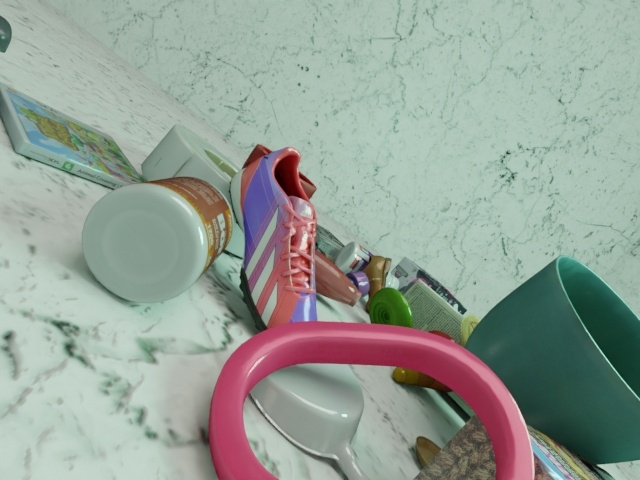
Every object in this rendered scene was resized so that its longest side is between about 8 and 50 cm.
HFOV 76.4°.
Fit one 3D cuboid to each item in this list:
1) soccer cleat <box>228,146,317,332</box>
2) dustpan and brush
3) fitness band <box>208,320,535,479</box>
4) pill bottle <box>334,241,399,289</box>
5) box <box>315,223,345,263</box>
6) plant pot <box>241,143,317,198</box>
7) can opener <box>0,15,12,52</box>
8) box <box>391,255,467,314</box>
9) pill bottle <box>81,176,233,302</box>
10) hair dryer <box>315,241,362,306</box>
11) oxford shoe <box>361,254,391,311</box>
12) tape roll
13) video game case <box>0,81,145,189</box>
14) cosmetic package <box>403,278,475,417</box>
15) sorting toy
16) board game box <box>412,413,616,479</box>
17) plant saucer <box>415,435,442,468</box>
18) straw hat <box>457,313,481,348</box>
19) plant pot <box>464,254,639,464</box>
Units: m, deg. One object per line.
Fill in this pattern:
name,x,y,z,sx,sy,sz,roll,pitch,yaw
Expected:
soccer cleat,-0.050,0.007,0.584,0.109,0.116,0.318,21,46,-50
dustpan and brush,0.011,0.193,0.426,0.147,0.060,0.211,10,21,-47
fitness band,0.050,0.161,0.362,0.291,0.054,0.209,7,31,-12
pill bottle,0.146,0.098,1.255,0.193,0.108,0.108,36,9,-16
box,0.000,0.000,1.339,0.231,0.056,0.183,27,15,-51
plant pot,-0.133,-0.127,1.055,0.191,0.174,0.191,38,8,-6
can opener,-0.506,-0.281,0.591,0.076,0.095,0.283,28,13,-46
box,0.311,0.184,1.297,0.142,0.163,0.247,36,8,-23
pill bottle,-0.173,-0.016,0.492,0.121,0.121,0.216,37,9,-8
hair dryer,-0.009,0.040,0.923,0.224,0.080,0.293,11,28,-45
oxford shoe,0.143,0.119,1.125,0.076,0.076,0.212,18,39,3
tape roll,-0.197,-0.092,0.794,0.286,0.100,0.286,43,6,-6
video game case,-0.392,-0.156,0.648,0.212,0.023,0.193,44,11,33
cosmetic package,0.297,0.247,0.933,0.296,0.153,0.129,45,4,32
sorting toy,0.125,0.184,0.864,0.126,0.127,0.365,-6,32,-33
board game box,0.275,0.341,0.411,0.291,0.141,0.232,34,9,-25
plant saucer,0.157,0.303,0.546,0.083,0.015,0.083,37,9,-7
straw hat,0.301,0.225,0.811,0.144,0.061,0.144,25,45,-28
plant pot,0.373,0.207,0.648,0.293,0.235,0.293,26,40,-24
